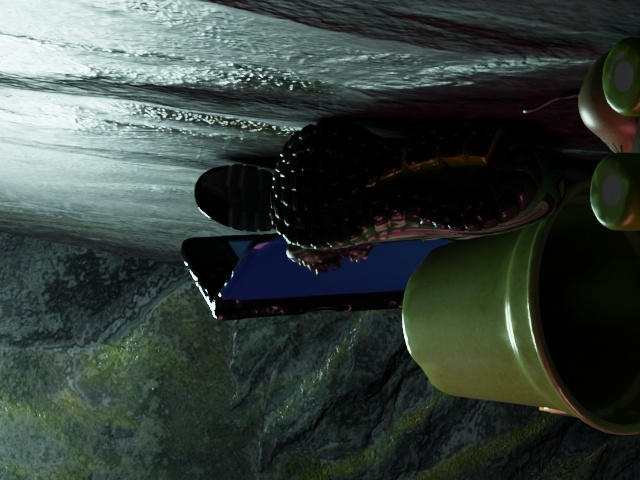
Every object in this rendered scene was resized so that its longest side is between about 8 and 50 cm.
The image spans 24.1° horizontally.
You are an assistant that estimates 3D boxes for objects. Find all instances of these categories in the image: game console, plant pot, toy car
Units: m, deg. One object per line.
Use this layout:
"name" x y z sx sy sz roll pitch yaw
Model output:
"game console" 0.000 0.000 1.901 0.293 0.173 0.250 -2 -149 -24
"plant pot" 0.237 0.080 1.652 0.276 0.276 0.254 14 164 -37
"toy car" 0.230 -0.080 1.060 0.155 0.149 0.188 0 -171 -26

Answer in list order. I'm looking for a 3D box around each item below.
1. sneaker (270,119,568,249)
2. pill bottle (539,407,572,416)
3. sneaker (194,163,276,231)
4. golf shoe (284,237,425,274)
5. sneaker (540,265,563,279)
"sneaker" 0.091 -0.044 1.537 0.343 0.134 0.146 3 173 37
"pill bottle" 0.419 0.167 2.471 0.130 0.245 0.130 8 174 1
"sneaker" -0.043 -0.045 1.959 0.229 0.086 0.132 6 176 13
"golf shoe" 0.084 -0.054 1.662 0.273 0.120 0.105 -15 163 9
"sneaker" 0.376 0.012 1.798 0.300 0.111 0.121 13 -177 3
